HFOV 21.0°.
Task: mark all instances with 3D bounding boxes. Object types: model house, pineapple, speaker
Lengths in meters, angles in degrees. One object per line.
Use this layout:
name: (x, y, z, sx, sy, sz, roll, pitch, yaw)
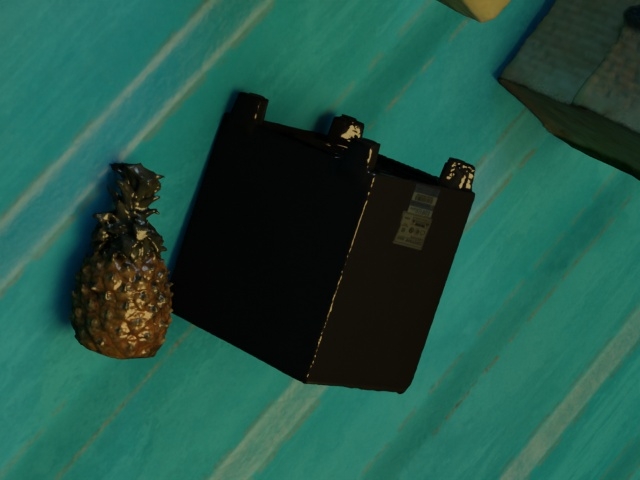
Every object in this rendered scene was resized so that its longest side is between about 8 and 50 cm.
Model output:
model house: (0.418, -0.218, 2.053, 0.243, 0.298, 0.284, 30, 90, -51)
pineapple: (-0.190, 0.017, 1.722, 0.108, 0.108, 0.197, -5, 110, -45)
speaker: (0.000, 0.000, 1.806, 0.184, 0.232, 0.254, 9, 101, -49)

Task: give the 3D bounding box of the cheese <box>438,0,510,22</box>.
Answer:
cheese: (0.064, -0.353, 1.644, 0.124, 0.242, 0.265, -48, 140, 1)
